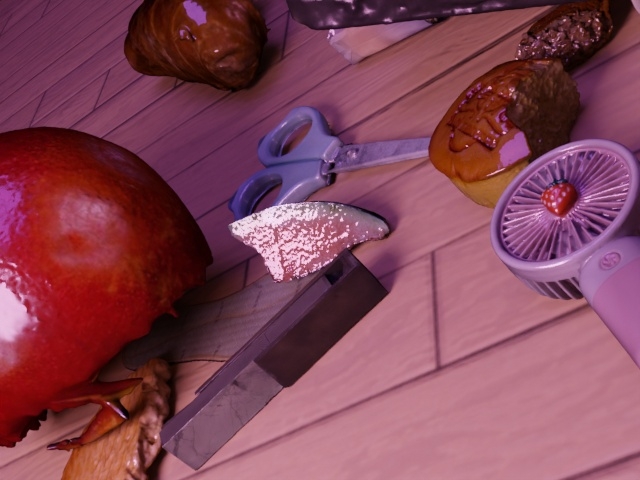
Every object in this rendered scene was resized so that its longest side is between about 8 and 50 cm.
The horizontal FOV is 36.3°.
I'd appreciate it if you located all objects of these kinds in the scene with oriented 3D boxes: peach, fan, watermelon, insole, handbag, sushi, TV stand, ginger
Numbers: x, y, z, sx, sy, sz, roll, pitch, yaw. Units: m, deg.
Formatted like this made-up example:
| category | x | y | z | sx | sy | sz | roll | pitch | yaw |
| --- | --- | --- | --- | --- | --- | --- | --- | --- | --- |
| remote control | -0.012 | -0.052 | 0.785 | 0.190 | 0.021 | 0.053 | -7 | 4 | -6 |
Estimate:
| category | x | y | z | sx | sy | sz | roll | pitch | yaw |
| --- | --- | --- | --- | --- | --- | --- | --- | --- | --- |
| peach | -0.327 | 0.044 | 1.078 | 0.406 | 0.310 | 0.335 | -23 | 28 | 52 |
| fan | 0.213 | 0.012 | 0.722 | 0.130 | 0.074 | 0.244 | -39 | 32 | 10 |
| watermelon | 0.002 | -0.011 | 1.025 | 0.155 | 0.080 | 0.101 | -23 | -6 | 28 |
| insole | -0.107 | 0.088 | 1.079 | 0.348 | 0.009 | 0.119 | -16 | 42 | 40 |
| handbag | 0.093 | -0.303 | 1.220 | 0.173 | 0.095 | 0.117 | -15 | 47 | 45 |
| sushi | 0.238 | -0.196 | 0.962 | 0.120 | 0.052 | 0.055 | -29 | 19 | 20 |
| TV stand | -0.047 | 0.116 | 0.938 | 0.256 | 0.049 | 0.040 | -44 | 30 | 4 |
| ginger | -0.182 | -0.360 | 1.540 | 0.254 | 0.176 | 0.418 | -54 | 26 | -3 |

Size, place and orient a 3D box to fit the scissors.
| category | x | y | z | sx | sy | sz | roll | pitch | yaw |
| --- | --- | --- | --- | --- | --- | --- | --- | --- | --- |
| scissors | 0.027 | -0.090 | 1.112 | 0.360 | 0.029 | 0.191 | -2 | 56 | 47 |

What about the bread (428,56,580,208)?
| category | x | y | z | sx | sy | sz | roll | pitch | yaw |
| --- | --- | --- | --- | --- | --- | --- | --- | --- | --- |
| bread | 0.164 | -0.096 | 0.895 | 0.125 | 0.086 | 0.156 | -15 | 41 | 43 |

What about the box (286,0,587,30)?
| category | x | y | z | sx | sy | sz | roll | pitch | yaw |
| --- | --- | --- | --- | --- | --- | --- | --- | --- | --- |
| box | 0.169 | -0.345 | 1.058 | 0.359 | 0.091 | 0.350 | -1 | 39 | 27 |

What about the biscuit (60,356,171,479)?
| category | x | y | z | sx | sy | sz | roll | pitch | yaw |
| --- | --- | --- | --- | --- | --- | --- | --- | --- | --- |
| biscuit | -0.218 | 0.232 | 1.018 | 0.144 | 0.033 | 0.224 | -36 | 28 | 23 |

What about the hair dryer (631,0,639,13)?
| category | x | y | z | sx | sy | sz | roll | pitch | yaw |
| --- | --- | --- | --- | --- | --- | --- | --- | --- | --- |
| hair dryer | 0.440 | -0.312 | 0.809 | 0.362 | 0.128 | 0.203 | -12 | 43 | 31 |
